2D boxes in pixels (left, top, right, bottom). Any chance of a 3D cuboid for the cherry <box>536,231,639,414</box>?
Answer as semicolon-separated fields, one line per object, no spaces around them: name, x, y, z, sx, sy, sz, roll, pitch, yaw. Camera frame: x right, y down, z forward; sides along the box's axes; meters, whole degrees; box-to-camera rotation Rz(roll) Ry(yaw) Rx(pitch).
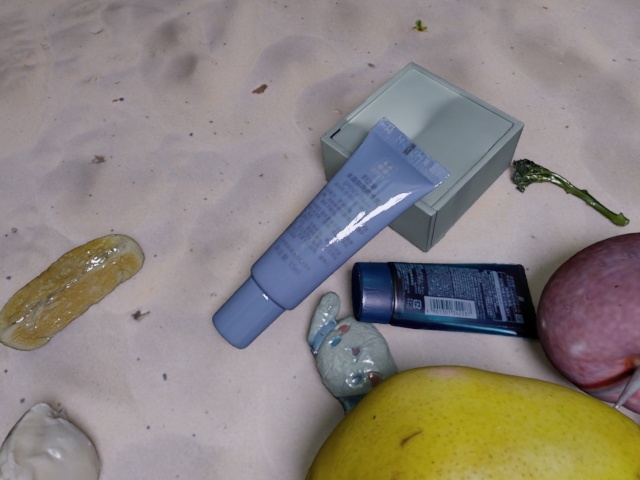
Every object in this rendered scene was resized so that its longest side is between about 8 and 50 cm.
cherry;0.386;0.095;0.612;0.235;0.213;0.285;25;45;31

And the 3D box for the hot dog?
hot dog;-0.397;0.071;0.822;0.242;0.084;0.073;-41;64;-14

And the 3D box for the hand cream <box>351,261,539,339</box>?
hand cream;0.179;0.077;0.732;0.270;0.061;0.120;3;58;-10

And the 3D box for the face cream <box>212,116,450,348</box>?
face cream;0.000;0.000;0.746;0.385;0.086;0.135;-45;67;4

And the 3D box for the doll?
doll;0.048;0.167;0.712;0.103;0.072;0.214;-31;62;-1

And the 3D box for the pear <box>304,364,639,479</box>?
pear;0.149;0.257;0.511;0.336;0.284;0.285;-42;59;16

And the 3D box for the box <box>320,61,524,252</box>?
box;0.161;-0.139;0.849;0.225;0.117;0.225;-42;64;-17

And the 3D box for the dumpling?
dumpling;-0.354;0.298;0.655;0.118;0.136;0.199;-22;48;3

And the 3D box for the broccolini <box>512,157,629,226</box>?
broccolini;0.398;-0.082;0.829;0.194;0.054;0.052;28;48;20
